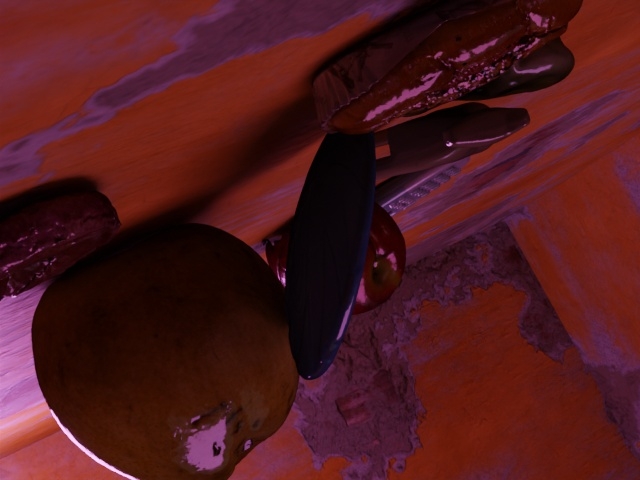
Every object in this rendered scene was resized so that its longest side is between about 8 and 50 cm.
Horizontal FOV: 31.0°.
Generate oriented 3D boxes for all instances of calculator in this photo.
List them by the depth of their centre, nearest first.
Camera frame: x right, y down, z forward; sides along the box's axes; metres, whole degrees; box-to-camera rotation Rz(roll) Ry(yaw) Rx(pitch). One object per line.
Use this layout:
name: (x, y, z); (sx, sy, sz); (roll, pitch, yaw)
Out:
calculator: (0.120, -0.070, 1.928); (0.295, 0.042, 0.184); (-32, 172, 12)

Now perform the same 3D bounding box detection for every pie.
pie: (-0.258, 0.009, 0.999); (0.182, 0.049, 0.182); (-29, 178, -1)

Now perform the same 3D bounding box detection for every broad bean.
broad bean: (0.164, -0.182, 1.230); (0.206, 0.072, 0.153); (-15, 169, -14)

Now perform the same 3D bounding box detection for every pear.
pear: (-0.171, 0.142, 1.332); (0.304, 0.304, 0.304); (-28, 173, -4)

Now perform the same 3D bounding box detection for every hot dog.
hot dog: (0.115, -0.170, 1.038); (0.268, 0.075, 0.144); (-26, 176, 3)

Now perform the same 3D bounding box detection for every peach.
peach: (0.016, 0.014, 1.784); (0.190, 0.226, 0.196); (-58, 138, -12)

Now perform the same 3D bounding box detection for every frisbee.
frisbee: (-0.005, -0.002, 1.183); (0.049, 0.289, 0.289); (10, 163, -11)

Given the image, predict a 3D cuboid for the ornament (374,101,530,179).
ornament: (0.133, -0.114, 1.278); (0.245, 0.061, 0.230); (-14, -175, 26)
